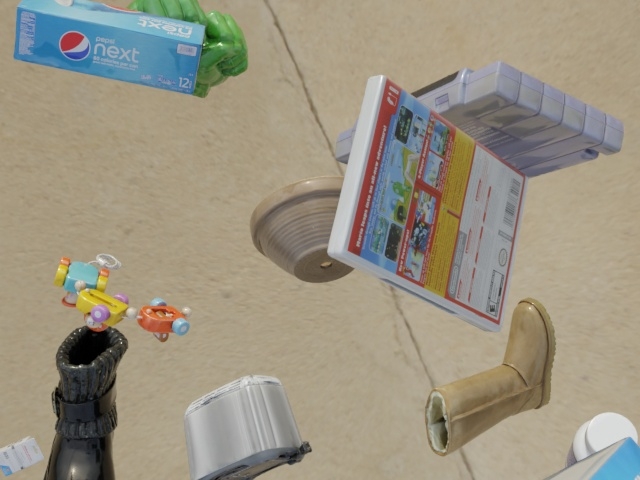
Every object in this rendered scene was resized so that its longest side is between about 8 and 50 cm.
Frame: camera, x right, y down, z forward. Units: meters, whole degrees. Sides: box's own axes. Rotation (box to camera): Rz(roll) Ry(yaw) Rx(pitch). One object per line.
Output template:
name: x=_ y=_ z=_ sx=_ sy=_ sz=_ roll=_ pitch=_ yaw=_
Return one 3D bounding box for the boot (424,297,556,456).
boot: x=0.314 y=0.249 z=1.682 sx=0.269 sy=0.089 sz=0.236 roll=-14 pitch=103 yaw=-32

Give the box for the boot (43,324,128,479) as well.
boot: x=-0.407 y=0.329 z=1.577 sx=0.131 sy=0.348 sz=0.260 roll=7 pitch=116 yaw=-20

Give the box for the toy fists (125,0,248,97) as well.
toy fists: x=-0.220 y=-0.327 z=1.506 sx=0.142 sy=0.279 sz=0.096 roll=-43 pitch=63 yaw=18

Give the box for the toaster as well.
toaster: x=-0.127 y=0.318 z=1.514 sx=0.227 sy=0.129 sz=0.146 roll=-31 pitch=64 yaw=28

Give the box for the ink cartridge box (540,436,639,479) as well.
ink cartridge box: x=0.207 y=0.253 z=0.602 sx=0.086 sy=0.148 sz=0.203 roll=-29 pitch=75 yaw=-36

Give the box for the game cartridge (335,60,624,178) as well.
game cartridge: x=0.202 y=-0.141 z=1.260 sx=0.230 sy=0.355 sz=0.068 roll=23 pitch=70 yaw=-27

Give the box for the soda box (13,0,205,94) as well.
soda box: x=-0.246 y=-0.234 z=1.075 sx=0.210 sy=0.071 sz=0.067 roll=11 pitch=121 yaw=-9

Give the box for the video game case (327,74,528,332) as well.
video game case: x=0.133 y=-0.032 z=1.029 sx=0.025 sy=0.285 sz=0.204 roll=-2 pitch=68 yaw=46

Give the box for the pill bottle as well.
pill bottle: x=0.497 y=0.377 z=1.605 sx=0.112 sy=0.187 sz=0.112 roll=-3 pitch=57 yaw=5

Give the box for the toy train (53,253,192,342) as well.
toy train: x=-0.232 y=0.073 z=1.041 sx=0.166 sy=0.125 sz=0.046 roll=33 pitch=109 yaw=34

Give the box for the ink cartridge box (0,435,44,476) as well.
ink cartridge box: x=-0.553 y=0.396 z=1.689 sx=0.083 sy=0.028 sz=0.048 roll=-23 pitch=98 yaw=6

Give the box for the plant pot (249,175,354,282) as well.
plant pot: x=0.000 y=0.000 z=1.593 sx=0.237 sy=0.237 sz=0.110 roll=-15 pitch=59 yaw=4
